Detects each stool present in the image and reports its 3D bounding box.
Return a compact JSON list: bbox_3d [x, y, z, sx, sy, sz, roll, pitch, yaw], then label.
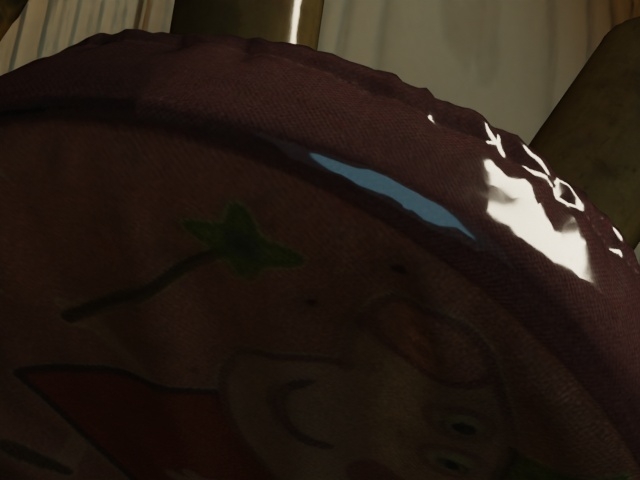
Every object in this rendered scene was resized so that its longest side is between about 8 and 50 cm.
[{"bbox_3d":[0.000,0.000,0.516,0.272,0.272,0.178,30,53,-10],"label":"stool"}]

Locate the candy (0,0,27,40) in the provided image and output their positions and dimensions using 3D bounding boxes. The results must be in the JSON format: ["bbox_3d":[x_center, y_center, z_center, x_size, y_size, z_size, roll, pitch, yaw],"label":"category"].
[{"bbox_3d":[-0.164,-0.105,0.556,0.143,0.101,0.271,16,64,24],"label":"candy"}]
